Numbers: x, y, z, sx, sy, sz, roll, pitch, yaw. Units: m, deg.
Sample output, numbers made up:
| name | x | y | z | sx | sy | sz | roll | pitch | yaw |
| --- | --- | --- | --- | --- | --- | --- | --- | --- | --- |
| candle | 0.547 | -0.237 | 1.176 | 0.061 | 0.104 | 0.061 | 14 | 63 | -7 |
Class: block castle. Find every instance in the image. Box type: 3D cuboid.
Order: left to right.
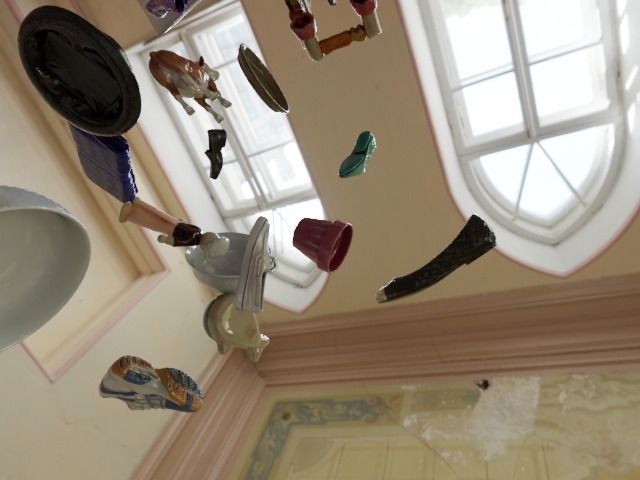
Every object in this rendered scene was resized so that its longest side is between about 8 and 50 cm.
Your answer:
| name | x | y | z | sx | sy | sz | roll | pitch | yaw |
| --- | --- | --- | --- | --- | --- | --- | --- | --- | --- |
| block castle | 0.026 | -0.891 | 1.556 | 0.303 | 0.213 | 0.452 | -16 | -120 | 15 |

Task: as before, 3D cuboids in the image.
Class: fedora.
| name | x | y | z | sx | sy | sz | roll | pitch | yaw |
| --- | --- | --- | --- | --- | --- | --- | --- | --- | --- |
| fedora | -0.597 | -0.449 | 1.154 | 0.335 | 0.333 | 0.152 | -12 | -145 | 24 |

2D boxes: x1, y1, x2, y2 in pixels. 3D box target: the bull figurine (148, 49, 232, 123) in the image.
| name | x | y | z | sx | sy | sz | roll | pitch | yaw |
| --- | --- | --- | --- | --- | --- | --- | --- | --- | --- |
| bull figurine | -0.334 | -0.416 | 1.170 | 0.101 | 0.188 | 0.310 | -43 | 180 | 18 |

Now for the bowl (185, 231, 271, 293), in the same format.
| name | x | y | z | sx | sy | sz | roll | pitch | yaw |
| --- | --- | --- | --- | --- | --- | --- | --- | --- | --- |
| bowl | -0.325 | 0.096 | 1.563 | 0.298 | 0.133 | 0.297 | 5 | -150 | -3 |

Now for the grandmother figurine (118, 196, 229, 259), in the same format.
| name | x | y | z | sx | sy | sz | roll | pitch | yaw |
| --- | --- | --- | --- | --- | --- | --- | --- | --- | --- |
| grandmother figurine | -0.459 | -0.033 | 1.408 | 0.343 | 0.103 | 0.207 | 22 | -152 | -4 |

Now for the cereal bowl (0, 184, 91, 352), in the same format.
| name | x | y | z | sx | sy | sz | roll | pitch | yaw |
| --- | --- | --- | --- | --- | --- | --- | --- | --- | --- |
| cereal bowl | -0.575 | 0.044 | 0.723 | 0.141 | 0.338 | 0.339 | 37 | -129 | 15 |

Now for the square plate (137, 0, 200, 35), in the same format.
| name | x | y | z | sx | sy | sz | roll | pitch | yaw |
| --- | --- | --- | --- | --- | --- | --- | --- | --- | --- |
| square plate | -0.550 | -0.997 | 1.667 | 0.347 | 0.343 | 0.049 | -35 | 166 | 11 |

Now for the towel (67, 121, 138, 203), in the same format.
| name | x | y | z | sx | sy | sz | roll | pitch | yaw |
| --- | --- | --- | --- | --- | --- | --- | --- | --- | --- |
| towel | -0.721 | -0.272 | 1.481 | 0.076 | 0.228 | 0.308 | -52 | 176 | -33 |

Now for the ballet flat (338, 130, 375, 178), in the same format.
| name | x | y | z | sx | sy | sz | roll | pitch | yaw |
| --- | --- | --- | --- | --- | --- | --- | --- | --- | --- |
| ballet flat | 0.141 | -0.285 | 1.565 | 0.083 | 0.087 | 0.247 | 2 | -130 | 35 |

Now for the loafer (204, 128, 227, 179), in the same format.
| name | x | y | z | sx | sy | sz | roll | pitch | yaw |
| --- | --- | --- | --- | --- | --- | --- | --- | --- | --- |
| loafer | -0.355 | -0.285 | 1.445 | 0.061 | 0.169 | 0.062 | 0 | -163 | -34 |

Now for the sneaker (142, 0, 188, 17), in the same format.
| name | x | y | z | sx | sy | sz | roll | pitch | yaw |
| --- | --- | --- | --- | --- | --- | --- | --- | --- | --- |
| sneaker | -0.322 | -0.505 | 0.928 | 0.068 | 0.071 | 0.170 | -45 | -154 | -23 |

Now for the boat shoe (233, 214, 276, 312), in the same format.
| name | x | y | z | sx | sy | sz | roll | pitch | yaw |
| --- | --- | --- | --- | --- | --- | --- | --- | --- | --- |
| boat shoe | -0.158 | 0.065 | 1.163 | 0.085 | 0.257 | 0.095 | 13 | -178 | 4 |

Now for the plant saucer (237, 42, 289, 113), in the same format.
| name | x | y | z | sx | sy | sz | roll | pitch | yaw |
| --- | --- | --- | --- | --- | --- | --- | --- | --- | --- |
| plant saucer | -0.205 | -0.563 | 1.552 | 0.041 | 0.277 | 0.277 | -31 | -160 | 15 |

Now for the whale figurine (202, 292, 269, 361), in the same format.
| name | x | y | z | sx | sy | sz | roll | pitch | yaw |
| --- | --- | --- | --- | --- | --- | --- | --- | --- | --- |
| whale figurine | -0.295 | 0.303 | 1.523 | 0.141 | 0.272 | 0.216 | -6 | -138 | 42 |

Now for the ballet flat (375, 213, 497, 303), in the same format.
| name | x | y | z | sx | sy | sz | roll | pitch | yaw |
| --- | --- | --- | --- | --- | --- | --- | --- | --- | --- |
| ballet flat | 0.141 | 0.030 | 0.559 | 0.173 | 0.049 | 0.057 | -36 | 166 | 21 |

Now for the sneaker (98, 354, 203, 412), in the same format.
| name | x | y | z | sx | sy | sz | roll | pitch | yaw |
| --- | --- | --- | --- | --- | --- | --- | --- | --- | --- |
| sneaker | -0.483 | 0.435 | 1.265 | 0.131 | 0.297 | 0.111 | -46 | -152 | 14 |

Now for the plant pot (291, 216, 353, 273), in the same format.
| name | x | y | z | sx | sy | sz | roll | pitch | yaw |
| --- | --- | --- | --- | --- | --- | --- | --- | --- | --- |
| plant pot | 0.000 | 0.000 | 1.652 | 0.180 | 0.201 | 0.201 | 23 | -138 | 20 |
